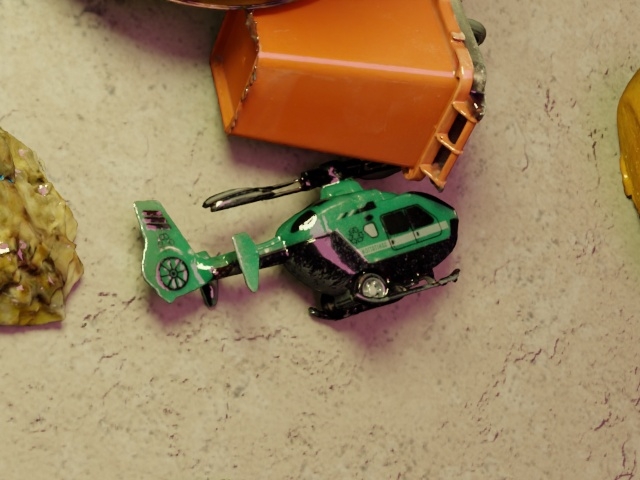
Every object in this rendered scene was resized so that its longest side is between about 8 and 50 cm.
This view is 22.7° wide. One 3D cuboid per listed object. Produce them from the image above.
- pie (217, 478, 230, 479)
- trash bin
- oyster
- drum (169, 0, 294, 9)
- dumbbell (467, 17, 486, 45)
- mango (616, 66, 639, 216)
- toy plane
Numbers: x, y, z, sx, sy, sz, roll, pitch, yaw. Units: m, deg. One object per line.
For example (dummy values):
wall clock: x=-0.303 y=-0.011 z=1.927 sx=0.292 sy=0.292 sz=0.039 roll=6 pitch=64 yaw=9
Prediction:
pie: x=-0.070 y=0.371 z=1.454 sx=0.306 sy=0.071 sz=0.306 roll=4 pitch=82 yaw=-31
trash bin: x=0.026 y=-0.152 z=1.512 sx=0.239 sy=0.161 sz=0.184 roll=2 pitch=48 yaw=-22
oyster: x=-0.298 y=-0.023 z=1.371 sx=0.223 sy=0.083 sz=0.214 roll=4 pitch=83 yaw=-36
drum: x=-0.091 y=-0.432 z=1.403 sx=0.431 sy=0.214 sz=0.431 roll=9 pitch=63 yaw=-18
dumbbell: x=0.132 y=-0.267 z=1.654 sx=0.082 sy=0.082 sz=0.254 roll=6 pitch=79 yaw=-30
mango: x=0.435 y=-0.075 z=1.741 sx=0.191 sy=0.160 sz=0.290 roll=-8 pitch=92 yaw=-2
toy plane: x=0.000 y=0.000 z=1.533 sx=0.382 sy=0.106 sz=0.155 roll=-15 pitch=85 yaw=-30
